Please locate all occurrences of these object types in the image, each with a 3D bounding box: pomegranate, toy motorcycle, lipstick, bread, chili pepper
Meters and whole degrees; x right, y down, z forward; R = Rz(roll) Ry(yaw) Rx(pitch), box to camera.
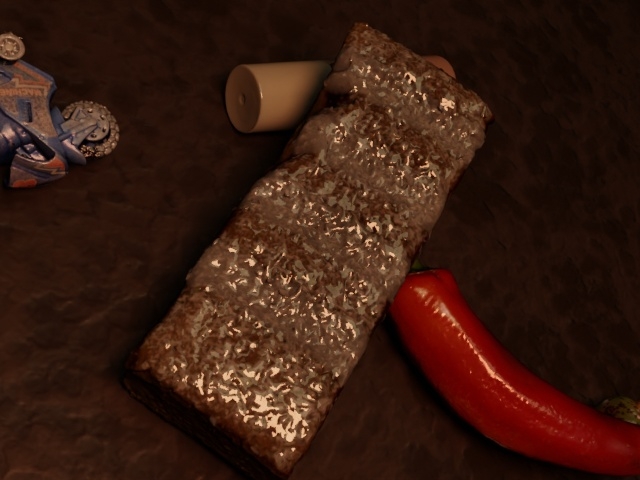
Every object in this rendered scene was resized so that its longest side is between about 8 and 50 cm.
[{"bbox_3d":[0.309,0.187,1.115,0.073,0.084,0.073,18,48,-22],"label":"pomegranate"},{"bbox_3d":[-0.277,-0.109,0.944,0.205,0.076,0.114,28,59,-14],"label":"toy motorcycle"},{"bbox_3d":[0.026,-0.155,1.152,0.254,0.070,0.070,-9,69,-35],"label":"lipstick"},{"bbox_3d":[0.000,0.000,0.973,0.165,0.113,0.416,30,62,2],"label":"bread"},{"bbox_3d":[0.175,0.125,1.058,0.368,0.092,0.137,43,56,1],"label":"chili pepper"}]
